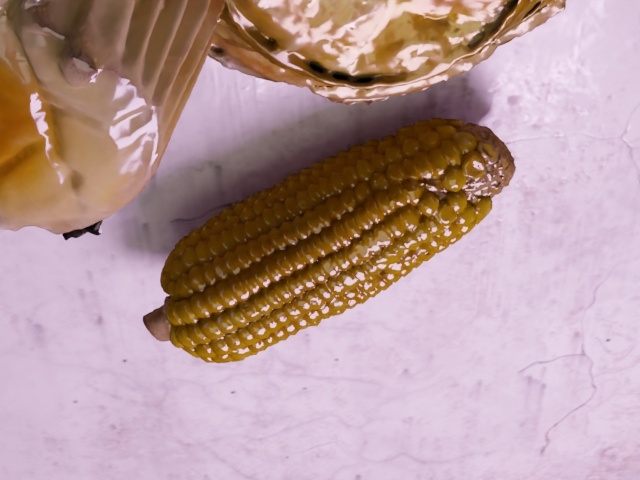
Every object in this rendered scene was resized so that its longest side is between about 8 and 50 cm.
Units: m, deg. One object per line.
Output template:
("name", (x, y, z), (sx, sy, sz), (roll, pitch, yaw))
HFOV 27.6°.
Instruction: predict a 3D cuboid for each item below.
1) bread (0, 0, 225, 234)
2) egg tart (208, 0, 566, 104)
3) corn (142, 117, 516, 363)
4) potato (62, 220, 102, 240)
("bread", (-0.226, -0.177, 0.693), (0.389, 0.183, 0.236), (38, 133, -22))
("egg tart", (0.031, -0.198, 0.792), (0.341, 0.129, 0.341), (-3, 139, -3))
("corn", (0.000, 0.000, 1.013), (0.322, 0.119, 0.119), (-29, 134, 13))
("potato", (-0.216, -0.123, 0.860), (0.243, 0.098, 0.138), (33, 115, -16))
